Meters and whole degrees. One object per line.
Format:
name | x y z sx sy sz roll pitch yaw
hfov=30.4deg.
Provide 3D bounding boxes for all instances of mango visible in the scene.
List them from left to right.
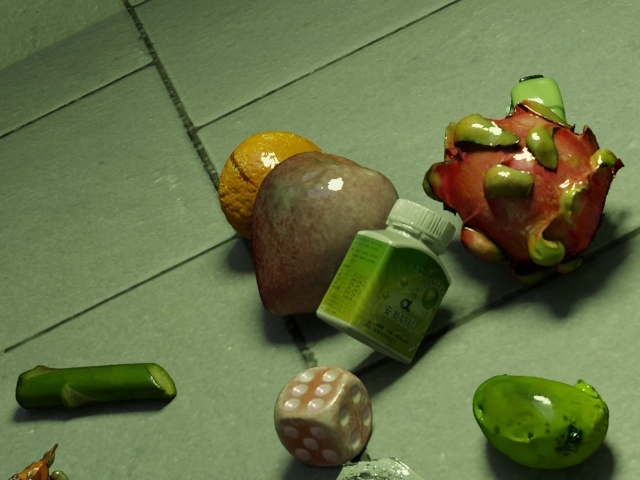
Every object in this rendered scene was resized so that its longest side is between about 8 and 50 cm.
mango | 0.238 0.198 1.304 0.119 0.100 0.178 1 7 -30

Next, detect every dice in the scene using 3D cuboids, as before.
dice | 0.004 0.216 1.445 0.094 0.091 0.093 -4 36 30

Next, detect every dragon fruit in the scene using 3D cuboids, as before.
dragon fruit | 0.267 -0.070 1.597 0.227 0.243 0.307 -54 1 -3

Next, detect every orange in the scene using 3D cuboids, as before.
orange | -0.073 -0.087 1.874 0.193 0.193 0.161 -35 57 -17

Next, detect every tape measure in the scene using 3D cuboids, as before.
tape measure | 0.325 -0.168 1.752 0.087 0.154 0.177 -11 46 6

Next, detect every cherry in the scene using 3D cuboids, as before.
cherry | 0.007 -0.007 1.697 0.206 0.239 0.239 -8 15 -40

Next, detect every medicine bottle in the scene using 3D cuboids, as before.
medicine bottle | 0.096 0.048 1.536 0.088 0.132 0.188 19 79 55

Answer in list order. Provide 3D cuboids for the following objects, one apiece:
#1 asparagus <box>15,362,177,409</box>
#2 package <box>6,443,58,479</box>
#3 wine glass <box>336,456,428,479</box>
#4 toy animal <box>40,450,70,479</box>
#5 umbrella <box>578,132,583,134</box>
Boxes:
asparagus | -0.333 0.211 1.732 0.277 0.060 0.067 -9 24 25
package | -0.374 0.305 1.479 0.110 0.033 0.077 -32 6 9
wine glass | 0.052 0.334 1.166 0.165 0.165 0.196 2 43 38
toy animal | -0.321 0.394 1.409 0.157 0.097 0.312 -39 31 -12
umbrella | 0.354 -0.145 1.839 0.122 0.013 0.022 -19 9 12
